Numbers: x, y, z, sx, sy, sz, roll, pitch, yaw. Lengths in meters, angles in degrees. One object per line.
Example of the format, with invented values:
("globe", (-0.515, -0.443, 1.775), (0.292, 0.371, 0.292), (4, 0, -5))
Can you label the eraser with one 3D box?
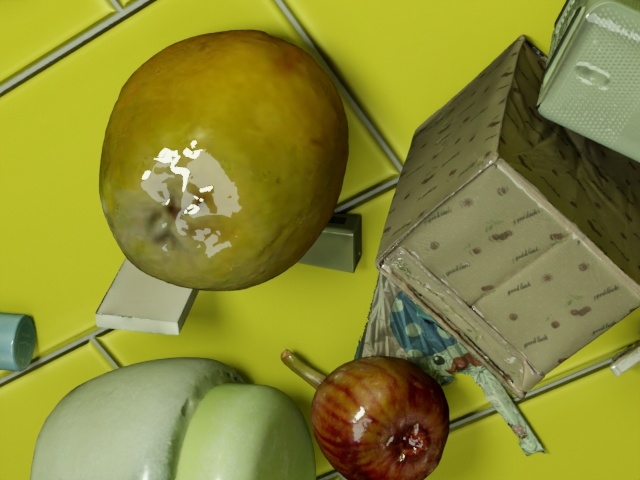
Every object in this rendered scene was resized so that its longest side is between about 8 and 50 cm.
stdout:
("eraser", (-0.197, 0.057, 1.962), (0.104, 0.150, 0.023), (5, 126, 11))

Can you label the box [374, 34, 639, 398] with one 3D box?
("box", (0.212, -0.033, 1.717), (0.225, 0.297, 0.190), (41, 120, -13))

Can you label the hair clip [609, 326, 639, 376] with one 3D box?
("hair clip", (0.424, 0.093, 1.894), (0.214, 0.056, 0.062), (-38, 91, 22))

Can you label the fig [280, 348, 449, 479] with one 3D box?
("fig", (0.057, 0.209, 1.995), (0.175, 0.207, 0.175), (-6, 104, -26))

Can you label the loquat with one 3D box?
("loquat", (-0.100, -0.084, 1.770), (0.276, 0.284, 0.276), (10, 123, 15))

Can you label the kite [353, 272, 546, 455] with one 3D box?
("kite", (0.173, 0.131, 2.001), (0.406, 0.014, 0.368), (-24, 114, 25))

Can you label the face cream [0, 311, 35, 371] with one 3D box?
("face cream", (-0.500, 0.124, 2.127), (0.250, 0.077, 0.077), (3, 123, 13))

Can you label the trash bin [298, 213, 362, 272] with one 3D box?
("trash bin", (0.000, 0.000, 1.942), (0.092, 0.043, 0.061), (6, 124, 12))

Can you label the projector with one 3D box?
("projector", (0.354, -0.174, 1.658), (0.243, 0.177, 0.163), (25, 126, -4))

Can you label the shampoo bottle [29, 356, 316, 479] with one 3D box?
("shampoo bottle", (-0.184, 0.304, 2.018), (0.317, 0.322, 0.322), (1, 123, 25))
